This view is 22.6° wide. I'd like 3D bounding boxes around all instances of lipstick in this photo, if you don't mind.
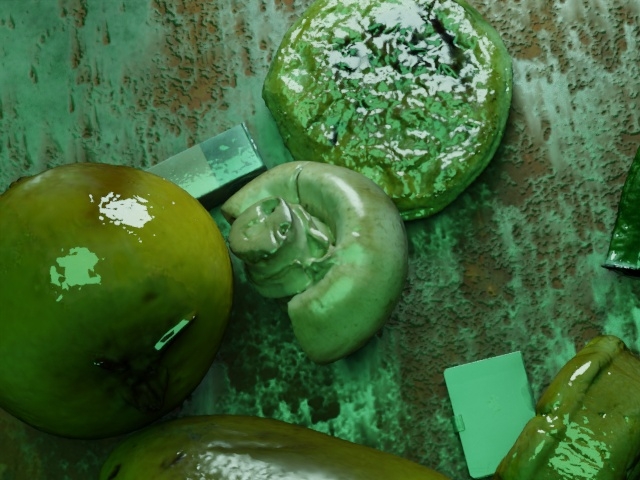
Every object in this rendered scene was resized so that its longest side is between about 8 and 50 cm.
[{"bbox_3d":[-0.219,-0.042,1.989,0.317,0.066,0.068,-26,76,0],"label":"lipstick"}]

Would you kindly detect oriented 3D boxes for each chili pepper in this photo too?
[{"bbox_3d":[0.431,-0.081,1.905,0.136,0.099,0.270,8,81,35],"label":"chili pepper"}]

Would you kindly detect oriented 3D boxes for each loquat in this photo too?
[{"bbox_3d":[-0.273,0.052,1.814,0.328,0.328,0.359,-36,51,-3],"label":"loquat"}]

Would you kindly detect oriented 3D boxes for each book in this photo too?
[{"bbox_3d":[0.206,0.207,1.894,0.103,0.017,0.135,-14,74,1],"label":"book"}]

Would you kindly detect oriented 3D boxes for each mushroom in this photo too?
[{"bbox_3d":[0.000,0.000,1.866,0.189,0.195,0.253,-40,53,1],"label":"mushroom"}]

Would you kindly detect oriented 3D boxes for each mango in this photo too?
[{"bbox_3d":[-0.035,0.317,1.764,0.445,0.301,0.220,5,104,1],"label":"mango"}]

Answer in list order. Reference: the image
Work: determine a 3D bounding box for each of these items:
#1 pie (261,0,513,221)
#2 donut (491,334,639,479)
[{"bbox_3d":[0.092,-0.186,1.989,0.323,0.070,0.323,-2,74,6],"label":"pie"},{"bbox_3d":[0.289,0.232,1.766,0.128,0.208,0.261,30,71,19],"label":"donut"}]
